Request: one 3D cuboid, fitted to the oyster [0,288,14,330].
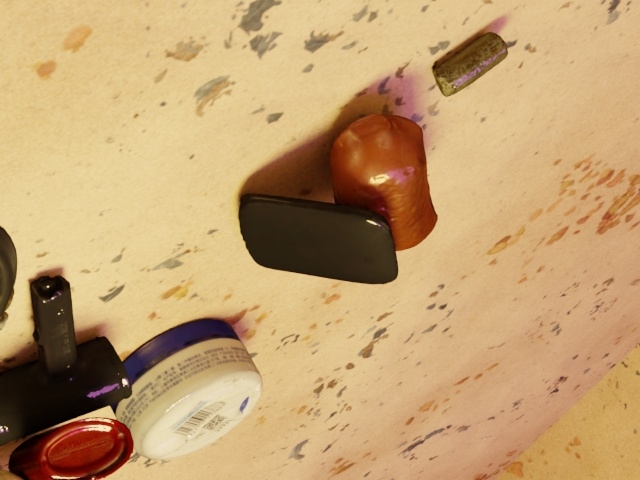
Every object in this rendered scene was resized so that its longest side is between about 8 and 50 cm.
[{"bbox_3d":[-0.405,0.078,1.421,0.198,0.112,0.268,-27,158,-15],"label":"oyster"}]

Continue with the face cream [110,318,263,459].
[{"bbox_3d":[-0.185,0.213,1.926,0.206,0.111,0.206,-29,155,-15],"label":"face cream"}]

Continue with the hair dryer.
[{"bbox_3d":[-0.329,0.131,1.664,0.197,0.089,0.251,-19,142,-25],"label":"hair dryer"}]

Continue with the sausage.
[{"bbox_3d":[0.077,-0.068,1.730,0.133,0.133,0.258,-31,156,-7],"label":"sausage"}]

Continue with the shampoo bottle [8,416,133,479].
[{"bbox_3d":[-0.328,0.274,1.759,0.118,0.076,0.314,-18,176,-23],"label":"shampoo bottle"}]

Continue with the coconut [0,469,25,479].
[{"bbox_3d":[-0.471,0.458,1.688,0.404,0.404,0.404,-27,154,-15],"label":"coconut"}]

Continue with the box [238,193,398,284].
[{"bbox_3d":[0.000,0.000,1.719,0.201,0.042,0.212,8,157,14],"label":"box"}]

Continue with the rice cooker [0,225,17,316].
[{"bbox_3d":[-0.397,0.011,1.091,0.316,0.316,0.264,-34,155,-1],"label":"rice cooker"}]

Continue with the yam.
[{"bbox_3d":[0.183,-0.216,1.690,0.094,0.043,0.043,-36,155,-2],"label":"yam"}]
